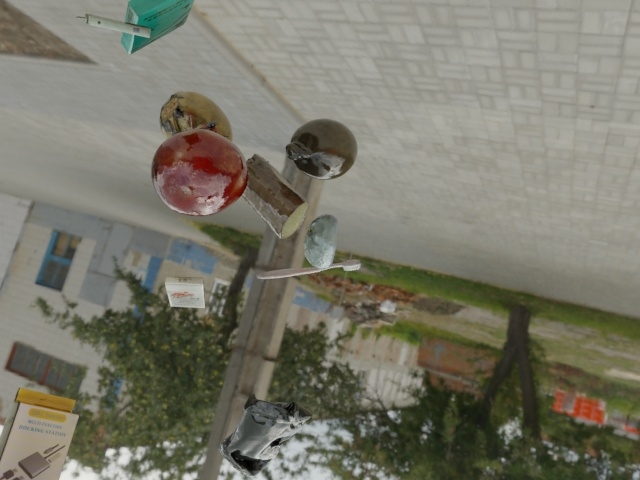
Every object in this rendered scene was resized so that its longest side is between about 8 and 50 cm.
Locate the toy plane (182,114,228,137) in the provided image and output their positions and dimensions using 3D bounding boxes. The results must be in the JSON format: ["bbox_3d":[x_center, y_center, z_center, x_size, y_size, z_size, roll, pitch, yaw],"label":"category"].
[{"bbox_3d":[-0.293,-0.282,1.557,0.077,0.126,0.194,-26,-179,-21],"label":"toy plane"}]

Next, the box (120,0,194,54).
[{"bbox_3d":[-0.355,-0.496,1.305,0.042,0.161,0.226,57,160,-10],"label":"box"}]

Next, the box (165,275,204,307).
[{"bbox_3d":[-0.405,0.158,1.791,0.109,0.029,0.198,3,154,-8],"label":"box"}]

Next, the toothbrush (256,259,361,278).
[{"bbox_3d":[-0.033,0.089,1.729,0.307,0.025,0.030,-7,135,1],"label":"toothbrush"}]

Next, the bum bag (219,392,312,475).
[{"bbox_3d":[-0.138,0.430,1.336,0.142,0.080,0.326,25,129,-12],"label":"bum bag"}]

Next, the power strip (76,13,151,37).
[{"bbox_3d":[-0.392,-0.411,1.133,0.136,0.019,0.051,4,-157,-30],"label":"power strip"}]

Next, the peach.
[{"bbox_3d":[-0.277,-0.155,1.408,0.243,0.200,0.243,6,168,1],"label":"peach"}]

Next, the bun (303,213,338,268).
[{"bbox_3d":[0.000,0.000,1.494,0.083,0.141,0.141,10,171,0],"label":"bun"}]

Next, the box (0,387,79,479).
[{"bbox_3d":[-0.530,0.403,1.079,0.033,0.247,0.129,-6,154,37],"label":"box"}]

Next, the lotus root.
[{"bbox_3d":[-0.356,-0.325,1.798,0.182,0.183,0.310,11,162,31],"label":"lotus root"}]

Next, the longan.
[{"bbox_3d":[0.000,-0.237,1.551,0.204,0.159,0.185,-9,-157,-34],"label":"longan"}]

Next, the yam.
[{"bbox_3d":[-0.141,-0.124,1.622,0.238,0.129,0.128,45,-166,20],"label":"yam"}]
